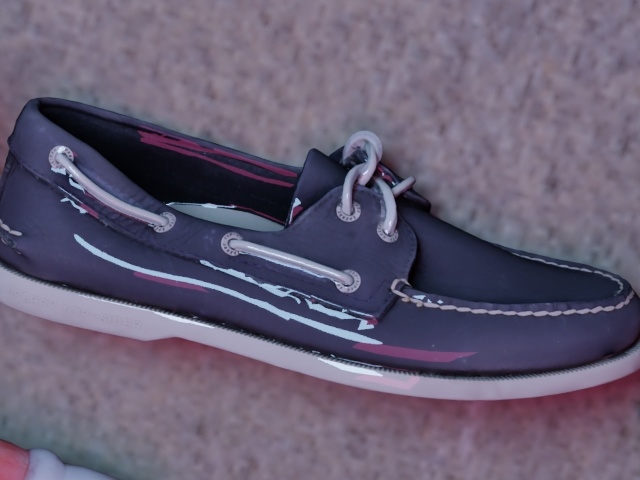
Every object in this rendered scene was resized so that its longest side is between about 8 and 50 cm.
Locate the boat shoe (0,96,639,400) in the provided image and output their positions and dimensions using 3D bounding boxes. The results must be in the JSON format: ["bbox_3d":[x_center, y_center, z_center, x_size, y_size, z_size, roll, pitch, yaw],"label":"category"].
[{"bbox_3d":[0.000,0.000,0.586,0.206,0.075,0.065,9,107,5],"label":"boat shoe"}]

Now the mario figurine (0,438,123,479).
[{"bbox_3d":[-0.144,0.093,0.541,0.198,0.170,0.320,-11,123,-2],"label":"mario figurine"}]
